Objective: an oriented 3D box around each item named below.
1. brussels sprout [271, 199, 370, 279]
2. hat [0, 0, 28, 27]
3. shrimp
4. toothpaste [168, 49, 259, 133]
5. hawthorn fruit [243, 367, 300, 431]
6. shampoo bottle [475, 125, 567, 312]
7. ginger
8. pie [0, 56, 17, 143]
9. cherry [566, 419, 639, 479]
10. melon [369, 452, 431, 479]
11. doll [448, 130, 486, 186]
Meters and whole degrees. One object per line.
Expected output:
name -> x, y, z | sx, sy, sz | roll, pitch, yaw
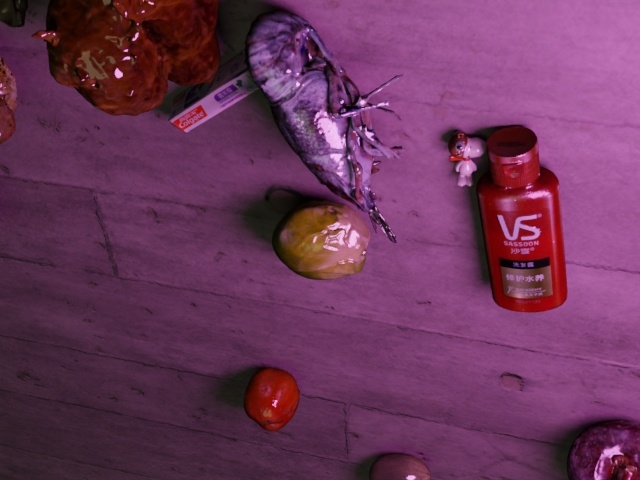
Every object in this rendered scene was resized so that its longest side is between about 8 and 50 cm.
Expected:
brussels sprout -> -0.001, -0.004, 1.429 | 0.155, 0.117, 0.155 | -5, 141, -4
hat -> -0.432, -0.381, 1.244 | 0.147, 0.085, 0.175 | 32, 114, 2
shrimp -> 0.036, -0.156, 1.232 | 0.172, 0.137, 0.372 | -10, 131, 50
toothpaste -> -0.144, -0.219, 1.314 | 0.196, 0.047, 0.040 | -25, 136, 37
hawthorn fruit -> -0.097, 0.316, 1.795 | 0.128, 0.128, 0.128 | 11, 137, 10
shampoo bottle -> 0.295, -0.022, 1.327 | 0.118, 0.076, 0.314 | 3, 135, 22
ginger -> -0.242, -0.328, 1.097 | 0.176, 0.254, 0.418 | 39, 147, 30
pie -> -0.677, -0.273, 1.368 | 0.395, 0.180, 0.418 | -25, 109, 31
cherry -> 0.539, 0.414, 1.617 | 0.195, 0.195, 0.195 | 11, 137, 10
melon -> 0.166, 0.494, 1.895 | 0.131, 0.098, 0.098 | 1, 134, 20
doll -> 0.204, -0.118, 1.292 | 0.058, 0.040, 0.085 | 13, 138, -7
